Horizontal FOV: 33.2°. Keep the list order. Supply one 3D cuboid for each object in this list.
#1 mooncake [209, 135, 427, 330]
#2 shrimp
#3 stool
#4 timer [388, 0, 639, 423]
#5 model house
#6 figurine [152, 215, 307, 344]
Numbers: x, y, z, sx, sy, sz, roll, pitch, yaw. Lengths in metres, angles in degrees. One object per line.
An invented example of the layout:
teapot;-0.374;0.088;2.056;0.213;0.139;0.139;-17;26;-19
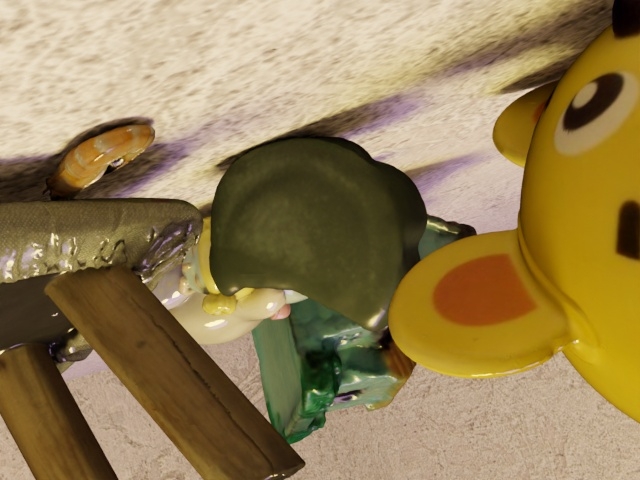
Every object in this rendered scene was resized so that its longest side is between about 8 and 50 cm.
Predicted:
mooncake;0.000;0.000;0.850;0.168;0.175;0.104;-47;166;14
shrimp;-0.139;-0.049;0.679;0.059;0.023;0.108;-24;179;-36
stool;-0.219;0.134;0.722;0.310;0.226;0.310;-10;158;-43
timer;0.265;-0.025;0.744;0.387;0.376;0.376;7;-173;29
model house;0.060;0.091;1.257;0.248;0.230;0.280;-8;161;-13
figurine;-0.056;0.016;1.039;0.235;0.127;0.155;-24;151;33
